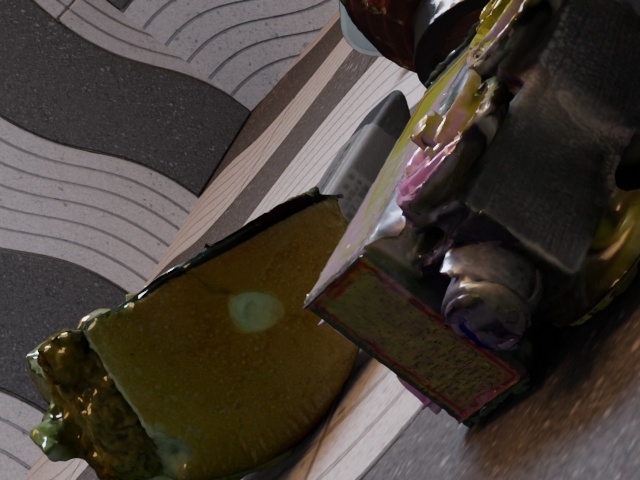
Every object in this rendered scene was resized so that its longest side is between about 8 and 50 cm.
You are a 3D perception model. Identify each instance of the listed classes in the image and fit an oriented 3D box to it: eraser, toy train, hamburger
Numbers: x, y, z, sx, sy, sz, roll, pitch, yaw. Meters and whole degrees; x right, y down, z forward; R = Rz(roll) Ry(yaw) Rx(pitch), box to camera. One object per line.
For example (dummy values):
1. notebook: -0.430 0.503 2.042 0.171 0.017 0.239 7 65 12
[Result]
1. eraser: 0.000 0.000 1.561 0.352 0.061 0.089 -57 8 -29
2. toy train: 0.103 -0.036 0.885 0.177 0.134 0.261 -44 12 49
3. hamburger: -0.083 0.098 1.246 0.288 0.192 0.167 -29 9 -13

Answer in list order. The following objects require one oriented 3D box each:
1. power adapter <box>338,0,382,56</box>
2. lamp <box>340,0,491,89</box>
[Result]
1. power adapter: 0.111 -0.371 2.075 0.255 0.124 0.187 -65 -23 -52
2. lamp: 0.125 -0.220 1.193 0.247 0.247 0.247 -51 8 11
